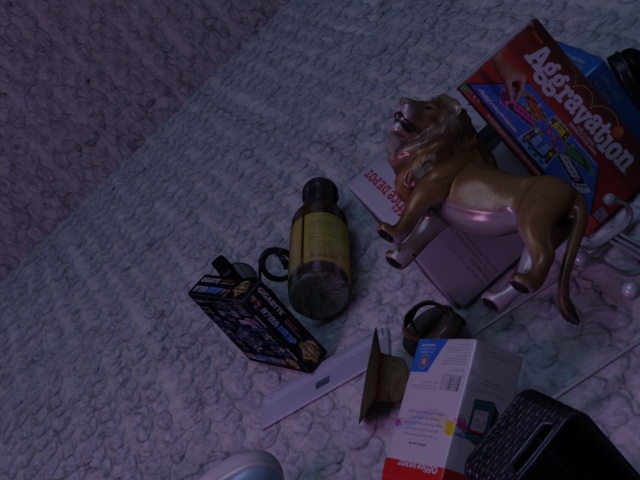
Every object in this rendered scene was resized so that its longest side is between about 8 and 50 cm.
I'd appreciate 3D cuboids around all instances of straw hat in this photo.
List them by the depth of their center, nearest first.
[{"bbox_3d":[0.097,0.198,1.569,0.061,0.144,0.144,10,42,5],"label":"straw hat"}]

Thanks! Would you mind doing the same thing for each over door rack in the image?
[{"bbox_3d":[0.323,0.082,1.383,0.324,0.108,0.239,-43,25,0],"label":"over door rack"}]

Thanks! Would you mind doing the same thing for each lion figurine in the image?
[{"bbox_3d":[0.224,-0.050,1.429,0.392,0.142,0.240,27,68,33],"label":"lion figurine"}]

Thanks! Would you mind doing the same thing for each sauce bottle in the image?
[{"bbox_3d":[0.000,0.000,1.955,0.111,0.111,0.344,-32,28,22],"label":"sauce bottle"}]

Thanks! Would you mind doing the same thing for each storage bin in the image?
[{"bbox_3d":[0.251,0.257,1.135,0.122,0.180,0.084,-48,26,-11],"label":"storage bin"}]

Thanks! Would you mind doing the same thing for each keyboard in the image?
[{"bbox_3d":[0.005,0.221,1.732,0.256,0.014,0.072,-33,33,21],"label":"keyboard"}]

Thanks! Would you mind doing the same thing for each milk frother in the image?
[{"bbox_3d":[-0.117,0.070,2.020,0.143,0.129,0.135,-24,25,-11],"label":"milk frother"}]

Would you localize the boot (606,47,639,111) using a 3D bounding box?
[{"bbox_3d":[0.512,-0.216,1.414,0.207,0.246,0.094,-37,37,19],"label":"boot"}]

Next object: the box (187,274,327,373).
[{"bbox_3d":[-0.109,0.136,1.812,0.051,0.175,0.220,-49,22,-20],"label":"box"}]

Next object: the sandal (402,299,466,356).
[{"bbox_3d":[0.148,0.123,1.551,0.090,0.060,0.219,-54,3,-2],"label":"sandal"}]

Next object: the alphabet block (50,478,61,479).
[{"bbox_3d":[-0.354,0.496,1.613,0.192,0.193,0.197,-2,47,51],"label":"alphabet block"}]

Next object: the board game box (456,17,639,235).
[{"bbox_3d":[0.337,-0.158,1.529,0.145,0.281,0.027,-43,9,1],"label":"board game box"}]

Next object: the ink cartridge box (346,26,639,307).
[{"bbox_3d":[0.267,-0.123,1.698,0.395,0.166,0.285,-43,26,2],"label":"ink cartridge box"}]

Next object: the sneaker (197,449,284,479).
[{"bbox_3d":[-0.157,0.461,1.484,0.366,0.135,0.150,-53,35,-1],"label":"sneaker"}]

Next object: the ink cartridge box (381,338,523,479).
[{"bbox_3d":[0.156,0.241,1.346,0.134,0.078,0.231,-10,61,63],"label":"ink cartridge box"}]
